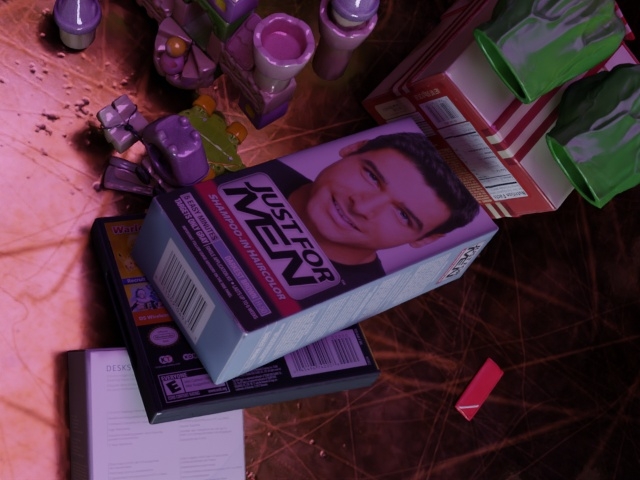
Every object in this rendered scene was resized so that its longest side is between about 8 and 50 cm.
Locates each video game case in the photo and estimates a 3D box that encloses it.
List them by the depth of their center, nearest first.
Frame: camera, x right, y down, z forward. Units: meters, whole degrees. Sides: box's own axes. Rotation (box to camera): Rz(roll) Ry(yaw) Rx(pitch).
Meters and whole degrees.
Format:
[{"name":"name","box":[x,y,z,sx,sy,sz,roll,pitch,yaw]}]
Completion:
[{"name":"video game case","box":[-0.096,0.071,1.294,0.274,0.035,0.248,-6,58,-29]}]

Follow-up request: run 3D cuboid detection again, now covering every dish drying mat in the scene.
[{"name":"dish drying mat","box":[0.210,0.196,1.508,0.032,0.008,0.083,45,69,-13]}]

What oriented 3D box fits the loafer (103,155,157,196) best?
[{"name":"loafer","box":[-0.191,-0.060,1.334,0.125,0.045,0.039,21,93,-15]}]

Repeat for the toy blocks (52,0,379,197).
[{"name":"toy blocks","box":[-0.122,-0.264,1.224,0.309,0.260,0.288,-38,80,-23]}]

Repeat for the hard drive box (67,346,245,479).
[{"name":"hard drive box","box":[-0.181,0.233,1.276,0.181,0.089,0.232,1,85,-25]}]

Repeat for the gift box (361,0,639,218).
[{"name":"gift box","box":[0.236,-0.207,1.430,0.258,0.255,0.276,-46,110,-20]}]

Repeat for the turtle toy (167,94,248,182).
[{"name":"turtle toy","box":[-0.132,-0.101,1.346,0.130,0.066,0.095,40,65,-10]}]

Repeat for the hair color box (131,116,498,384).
[{"name":"hair color box","box":[0.000,0.000,1.294,0.374,0.114,0.185,-21,65,-36]}]

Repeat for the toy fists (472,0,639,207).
[{"name":"toy fists","box":[0.293,-0.179,1.281,0.142,0.096,0.279,-37,106,0]}]
